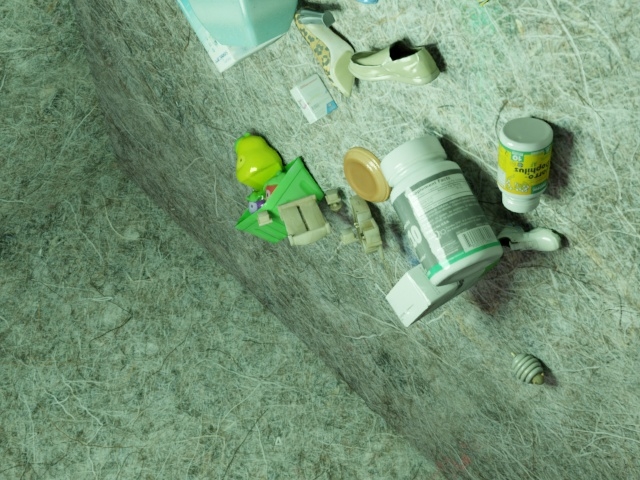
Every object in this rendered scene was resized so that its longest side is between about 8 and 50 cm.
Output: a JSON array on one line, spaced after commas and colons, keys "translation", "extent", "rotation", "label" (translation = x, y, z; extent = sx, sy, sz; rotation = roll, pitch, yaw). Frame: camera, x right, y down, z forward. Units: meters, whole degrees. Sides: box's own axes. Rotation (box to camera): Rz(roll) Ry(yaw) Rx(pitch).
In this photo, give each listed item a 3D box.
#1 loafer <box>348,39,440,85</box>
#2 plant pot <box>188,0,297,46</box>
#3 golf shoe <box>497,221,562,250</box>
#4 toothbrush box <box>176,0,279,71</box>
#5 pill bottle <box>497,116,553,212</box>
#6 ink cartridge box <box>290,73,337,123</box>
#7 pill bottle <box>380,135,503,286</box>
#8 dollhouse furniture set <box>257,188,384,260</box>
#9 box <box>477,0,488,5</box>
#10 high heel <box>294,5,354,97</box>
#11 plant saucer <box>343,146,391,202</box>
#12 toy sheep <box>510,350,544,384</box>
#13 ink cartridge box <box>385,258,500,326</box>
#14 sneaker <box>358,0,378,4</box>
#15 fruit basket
[{"translation": [0.182, -0.460, 1.795], "extent": [0.269, 0.102, 0.092], "rotation": [16, 135, 37], "label": "loafer"}, {"translation": [-0.208, -0.670, 1.929], "extent": [0.247, 0.248, 0.252], "rotation": [17, 131, 38], "label": "plant pot"}, {"translation": [0.528, 0.007, 1.810], "extent": [0.176, 0.086, 0.069], "rotation": [11, 131, 52], "label": "golf shoe"}, {"translation": [-0.274, -0.689, 2.112], "extent": [0.295, 0.216, 0.126], "rotation": [60, 153, -12], "label": "toothbrush box"}, {"translation": [0.472, -0.170, 1.646], "extent": [0.118, 0.118, 0.208], "rotation": [32, 147, 36], "label": "pill bottle"}, {"translation": [-0.021, -0.433, 2.158], "extent": [0.122, 0.089, 0.052], "rotation": [58, 156, -10], "label": "ink cartridge box"}, {"translation": [0.309, -0.079, 1.853], "extent": [0.360, 0.204, 0.204], "rotation": [66, 157, 16], "label": "pill bottle"}, {"translation": [0.000, 0.000, 2.327], "extent": [0.303, 0.356, 0.173], "rotation": [-112, 6, -54], "label": "dollhouse furniture set"}, {"translation": [0.369, -0.548, 1.421], "extent": [0.059, 0.054, 0.169], "rotation": [54, 154, -1], "label": "box"}, {"translation": [0.010, -0.535, 2.004], "extent": [0.186, 0.093, 0.261], "rotation": [34, 150, 53], "label": "high heel"}, {"translation": [0.140, -0.201, 2.239], "extent": [0.200, 0.037, 0.200], "rotation": [39, 151, 26], "label": "plant saucer"}, {"translation": [0.619, 0.383, 2.126], "extent": [0.132, 0.091, 0.091], "rotation": [42, 152, 33], "label": "toy sheep"}, {"translation": [0.344, 0.110, 2.009], "extent": [0.114, 0.273, 0.198], "rotation": [55, 155, 15], "label": "ink cartridge box"}, {"translation": [0.081, -0.654, 1.768], "extent": [0.188, 0.067, 0.078], "rotation": [38, 129, 32], "label": "sneaker"}, {"translation": [-0.207, -0.198, 2.589], "extent": [0.392, 0.282, 0.392], "rotation": [28, 156, 14], "label": "fruit basket"}]
